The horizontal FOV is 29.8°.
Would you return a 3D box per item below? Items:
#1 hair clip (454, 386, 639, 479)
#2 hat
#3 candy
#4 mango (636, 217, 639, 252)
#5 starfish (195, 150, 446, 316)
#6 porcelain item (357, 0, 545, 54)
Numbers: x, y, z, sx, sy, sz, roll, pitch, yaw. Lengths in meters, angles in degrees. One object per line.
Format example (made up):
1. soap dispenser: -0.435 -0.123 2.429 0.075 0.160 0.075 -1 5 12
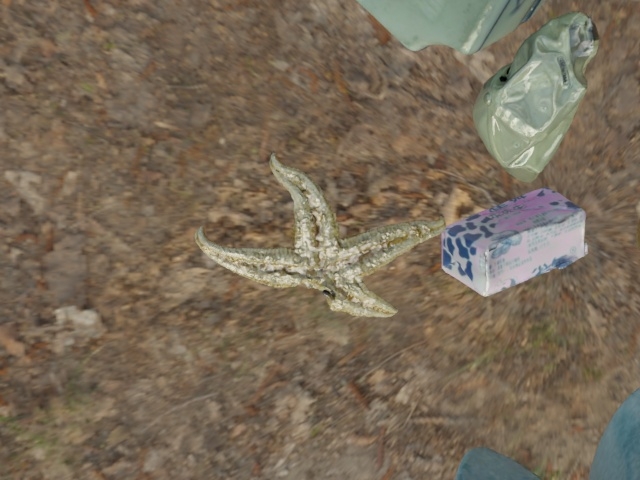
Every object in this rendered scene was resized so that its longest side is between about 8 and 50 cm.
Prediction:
1. hair clip: 0.265 0.255 0.893 0.392 0.318 0.238 27 125 -9
2. hat: 0.165 -0.117 0.995 0.081 0.166 0.122 8 84 -5
3. candy: 0.230 0.000 1.419 0.160 0.092 0.073 -21 122 -22
4. mango: 0.489 -0.016 1.530 0.146 0.289 0.129 1 79 -19
5. starfish: 0.001 -0.001 1.262 0.247 0.050 0.138 20 101 -18
6. porcelain item: 0.110 -0.334 1.073 0.281 0.286 0.157 44 55 11
